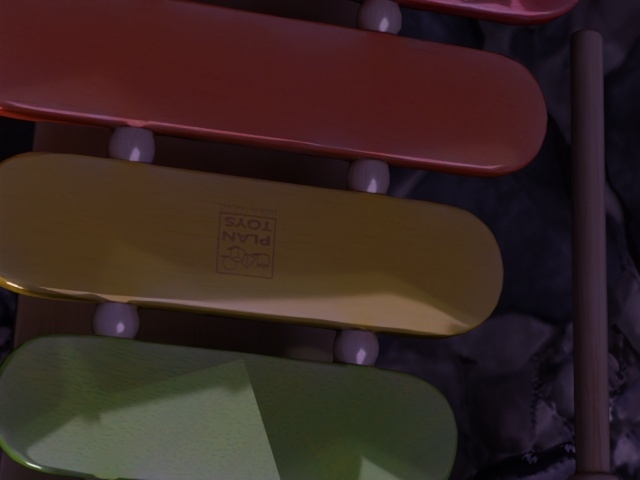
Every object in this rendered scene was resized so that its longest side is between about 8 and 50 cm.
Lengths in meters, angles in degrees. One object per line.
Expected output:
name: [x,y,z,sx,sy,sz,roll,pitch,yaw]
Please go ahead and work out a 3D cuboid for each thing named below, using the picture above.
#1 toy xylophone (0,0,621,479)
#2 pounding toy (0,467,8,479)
toy xylophone: [0.000,0.000,0.571,0.236,0.081,0.323,-1,82,-18]
pounding toy: [-0.183,0.044,0.560,0.130,0.100,0.141,-43,135,-8]
